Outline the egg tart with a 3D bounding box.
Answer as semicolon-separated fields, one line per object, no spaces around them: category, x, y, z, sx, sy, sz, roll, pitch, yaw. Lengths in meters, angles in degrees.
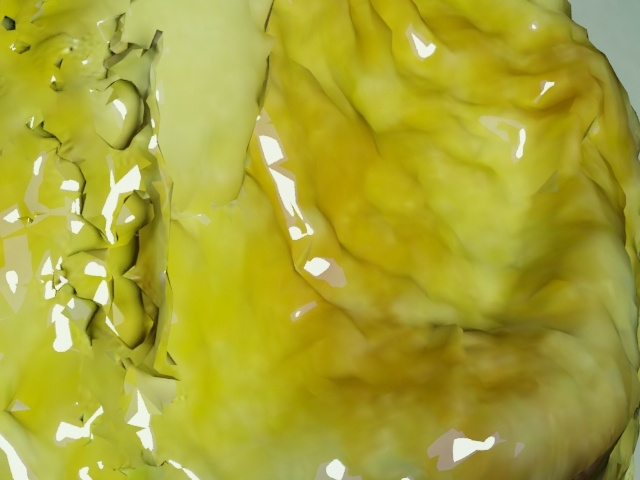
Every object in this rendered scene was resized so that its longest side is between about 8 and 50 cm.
egg tart;0.000;0.000;0.388;0.297;0.132;0.297;19;65;-47
